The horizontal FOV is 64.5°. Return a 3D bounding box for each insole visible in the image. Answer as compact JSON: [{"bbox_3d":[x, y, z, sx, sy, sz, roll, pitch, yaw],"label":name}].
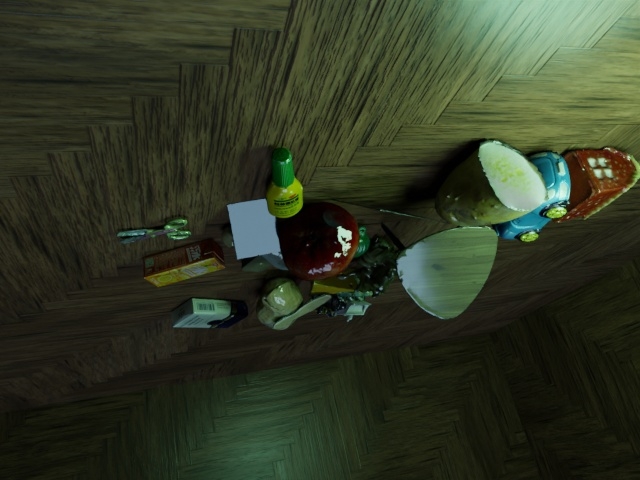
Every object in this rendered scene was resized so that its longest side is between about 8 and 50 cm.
[{"bbox_3d":[-0.069,0.267,1.902,0.248,0.011,0.081,-31,153,5],"label":"insole"}]

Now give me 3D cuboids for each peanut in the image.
[{"bbox_3d":[-0.155,0.239,1.954,0.174,0.158,0.340,12,144,-11],"label":"peanut"}]

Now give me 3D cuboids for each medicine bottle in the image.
[{"bbox_3d":[-0.091,-0.137,1.243,0.095,0.064,0.260,-13,156,-7],"label":"medicine bottle"}]

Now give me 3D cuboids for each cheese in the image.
[{"bbox_3d":[0.050,0.142,1.877,0.171,0.093,0.126,3,155,-8],"label":"cheese"}]

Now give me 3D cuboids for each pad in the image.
[{"bbox_3d":[0.206,-0.083,1.448,0.299,0.005,0.202,7,-173,-38],"label":"pad"},{"bbox_3d":[-0.180,-0.031,1.402,0.127,0.004,0.190,-9,128,-8],"label":"pad"}]

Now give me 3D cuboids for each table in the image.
[{"bbox_3d":[0.353,0.056,1.604,0.317,0.249,0.317,-5,116,-10],"label":"table"}]

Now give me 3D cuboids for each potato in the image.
[{"bbox_3d":[0.434,-0.126,1.387,0.229,0.229,0.266,-2,161,-24],"label":"potato"}]

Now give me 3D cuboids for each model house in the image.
[{"bbox_3d":[0.821,-0.169,1.535,0.254,0.160,0.196,-6,155,-19],"label":"model house"}]

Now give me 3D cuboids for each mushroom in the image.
[{"bbox_3d":[-0.162,0.007,1.504,0.118,0.103,0.270,-37,137,27],"label":"mushroom"}]

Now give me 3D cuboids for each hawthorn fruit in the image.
[{"bbox_3d":[0.000,0.000,1.453,0.230,0.210,0.266,-41,179,5],"label":"hawthorn fruit"}]

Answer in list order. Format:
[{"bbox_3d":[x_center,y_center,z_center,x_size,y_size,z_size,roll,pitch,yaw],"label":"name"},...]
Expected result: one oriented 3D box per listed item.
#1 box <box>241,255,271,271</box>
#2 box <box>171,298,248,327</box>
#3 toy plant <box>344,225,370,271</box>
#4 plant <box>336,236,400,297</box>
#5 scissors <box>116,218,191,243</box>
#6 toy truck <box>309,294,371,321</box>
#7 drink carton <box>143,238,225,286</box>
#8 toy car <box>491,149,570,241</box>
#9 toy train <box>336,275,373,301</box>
[{"bbox_3d":[-0.200,0.065,1.683,0.091,0.031,0.126,7,149,-39],"label":"box"},{"bbox_3d":[-0.439,0.295,2.025,0.259,0.071,0.168,12,146,-43],"label":"box"},{"bbox_3d":[0.082,0.019,1.653,0.143,0.105,0.200,9,133,-14],"label":"toy plant"},{"bbox_3d":[0.241,0.058,1.871,0.251,0.180,0.333,-43,176,38],"label":"plant"},{"bbox_3d":[-0.450,-0.020,1.373,0.187,0.020,0.133,-9,161,-12],"label":"scissors"},{"bbox_3d":[0.075,0.271,2.105,0.136,0.111,0.286,5,-178,-41],"label":"toy truck"},{"bbox_3d":[-0.411,0.068,1.529,0.223,0.071,0.096,-15,155,4],"label":"drink carton"},{"bbox_3d":[0.593,-0.130,1.476,0.166,0.198,0.314,2,156,-5],"label":"toy car"},{"bbox_3d":[0.130,0.171,1.982,0.194,0.125,0.081,4,154,-41],"label":"toy train"}]
